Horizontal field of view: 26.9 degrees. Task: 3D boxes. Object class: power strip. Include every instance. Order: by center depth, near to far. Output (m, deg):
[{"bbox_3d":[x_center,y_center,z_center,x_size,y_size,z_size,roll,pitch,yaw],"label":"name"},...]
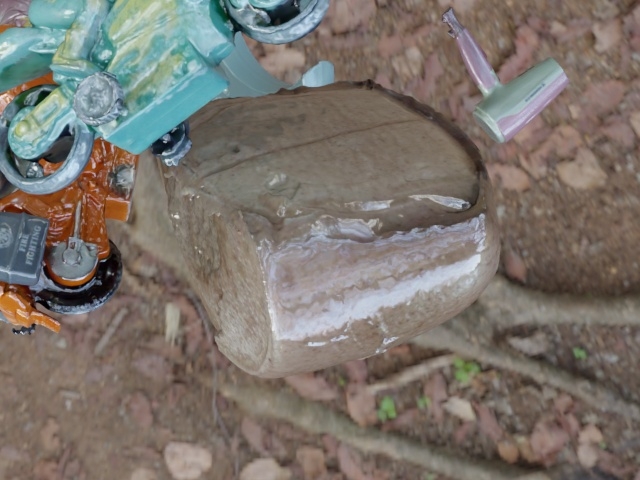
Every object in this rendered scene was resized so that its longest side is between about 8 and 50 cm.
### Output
[{"bbox_3d":[-0.087,-0.200,1.676,0.054,0.253,0.167,-18,131,-39],"label":"power strip"}]

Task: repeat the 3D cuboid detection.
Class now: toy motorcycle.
[{"bbox_3d":[-0.143,-0.166,0.991,0.296,0.109,0.198,-36,68,12],"label":"toy motorcycle"},{"bbox_3d":[-0.278,-0.077,1.257,0.221,0.325,0.148,10,153,-7],"label":"toy motorcycle"}]

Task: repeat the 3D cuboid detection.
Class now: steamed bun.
[{"bbox_3d":[0.000,0.000,1.108,0.252,0.301,0.199,-11,121,-20],"label":"steamed bun"}]

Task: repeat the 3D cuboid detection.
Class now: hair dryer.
[{"bbox_3d":[0.188,-0.195,1.478,0.106,0.054,0.154,-43,93,3],"label":"hair dryer"}]

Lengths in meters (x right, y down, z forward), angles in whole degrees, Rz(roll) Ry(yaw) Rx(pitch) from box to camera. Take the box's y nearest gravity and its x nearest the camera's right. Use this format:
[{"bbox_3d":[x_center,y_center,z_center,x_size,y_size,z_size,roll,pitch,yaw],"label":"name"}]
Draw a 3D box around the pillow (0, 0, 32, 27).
[{"bbox_3d":[-0.368,-0.267,1.619,0.118,0.185,0.043,-25,154,31],"label":"pillow"}]
